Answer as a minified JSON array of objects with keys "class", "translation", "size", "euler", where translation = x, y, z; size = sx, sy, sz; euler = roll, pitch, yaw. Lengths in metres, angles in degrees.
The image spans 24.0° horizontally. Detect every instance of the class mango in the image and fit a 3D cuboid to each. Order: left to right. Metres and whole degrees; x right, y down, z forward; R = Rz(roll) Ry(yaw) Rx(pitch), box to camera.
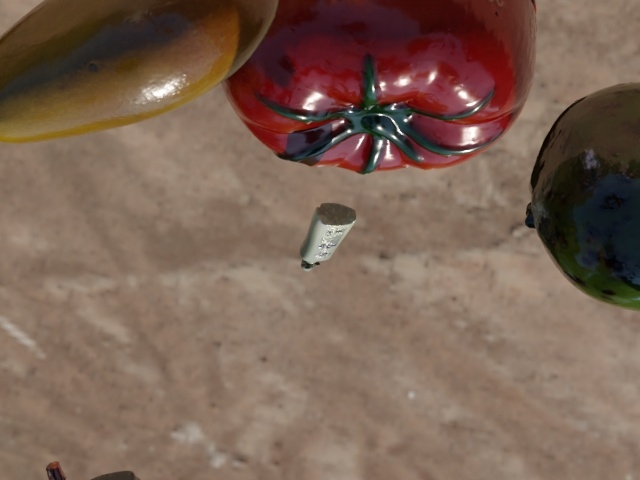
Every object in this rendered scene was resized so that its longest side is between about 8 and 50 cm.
[{"class":"mango","translation":[-0.146,-0.139,1.078],"size":[0.253,0.138,0.113],"euler":[-25,122,5]}]

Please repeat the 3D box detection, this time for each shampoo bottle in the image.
[{"class":"shampoo bottle","translation":[0.000,0.000,1.808],"size":[0.049,0.034,0.141],"euler":[-7,155,-21]}]

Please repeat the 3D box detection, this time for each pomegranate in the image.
[{"class":"pomegranate","translation":[0.297,-0.037,1.280],"size":[0.248,0.202,0.202],"euler":[-9,150,6]}]

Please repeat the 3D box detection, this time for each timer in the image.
[{"class":"timer","translation":[0.065,-0.241,1.768],"size":[0.378,0.279,0.378],"euler":[-1,160,0]}]

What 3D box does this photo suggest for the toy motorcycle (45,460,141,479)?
[{"class":"toy motorcycle","translation":[-0.219,0.376,1.619],"size":[0.147,0.326,0.221],"euler":[-11,127,0]}]
